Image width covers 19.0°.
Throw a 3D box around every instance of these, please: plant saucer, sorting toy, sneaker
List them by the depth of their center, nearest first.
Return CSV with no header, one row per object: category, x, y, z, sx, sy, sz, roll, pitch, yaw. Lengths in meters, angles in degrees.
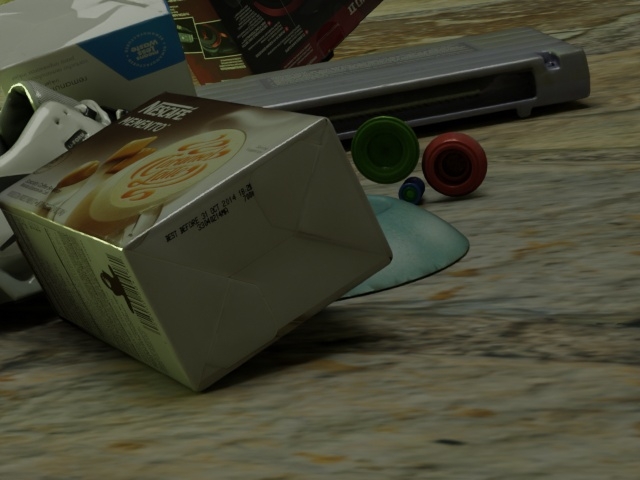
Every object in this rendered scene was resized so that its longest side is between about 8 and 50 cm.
plant saucer,0.000,0.000,1.268,0.195,0.037,0.195,-10,13,2
sneaker,-0.151,-0.050,1.331,0.330,0.146,0.122,-18,3,-41
sorting toy,0.074,-0.060,1.426,0.102,0.061,0.042,16,16,6

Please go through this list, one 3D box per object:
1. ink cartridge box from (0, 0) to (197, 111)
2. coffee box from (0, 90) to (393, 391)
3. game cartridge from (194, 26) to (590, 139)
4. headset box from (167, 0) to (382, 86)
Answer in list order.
ink cartridge box,-0.156,-0.086,1.443,0.134,0.231,0.078,-20,46,-4
coffee box,-0.083,-0.008,1.142,0.141,0.098,0.246,-33,20,-17
game cartridge,0.054,-0.136,1.793,0.355,0.068,0.230,-11,9,-4
headset box,-0.071,-0.294,2.035,0.110,0.293,0.218,2,42,50
